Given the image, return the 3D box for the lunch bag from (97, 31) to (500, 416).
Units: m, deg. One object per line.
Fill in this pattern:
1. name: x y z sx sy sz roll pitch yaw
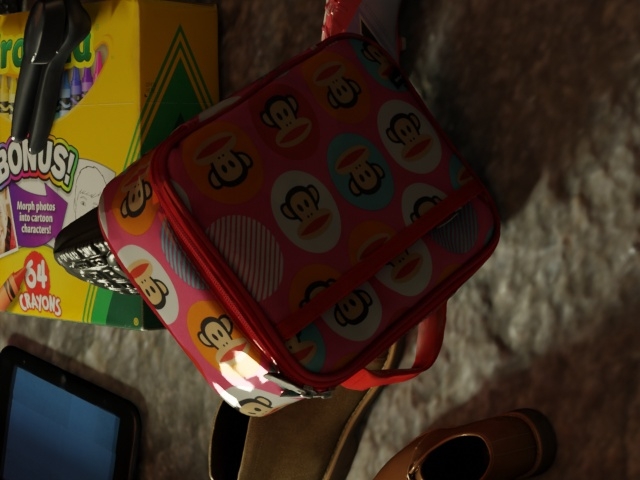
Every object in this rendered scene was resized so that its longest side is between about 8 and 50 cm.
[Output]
1. lunch bag: 0.000 0.000 1.306 0.120 0.293 0.258 -33 93 46

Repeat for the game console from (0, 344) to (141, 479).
1. game console: -0.343 0.276 1.853 0.293 0.250 0.173 16 132 48

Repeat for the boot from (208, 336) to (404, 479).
1. boot: -0.013 0.105 1.481 0.112 0.115 0.305 38 120 44

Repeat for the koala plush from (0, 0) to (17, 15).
1. koala plush: -0.465 -0.273 1.943 0.221 0.196 0.203 44 113 39

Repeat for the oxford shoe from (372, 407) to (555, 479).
1. oxford shoe: 0.093 0.188 1.393 0.212 0.076 0.076 -37 67 47

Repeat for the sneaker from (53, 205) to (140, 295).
1. sneaker: -0.109 -0.041 1.539 0.286 0.109 0.130 -19 54 13

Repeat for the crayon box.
1. crayon box: -0.247 -0.079 1.746 0.363 0.106 0.313 3 95 50

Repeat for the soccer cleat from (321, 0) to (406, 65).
1. soccer cleat: 0.030 -0.192 1.416 0.083 0.095 0.248 40 122 41

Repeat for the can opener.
1. can opener: -0.270 -0.167 1.648 0.059 0.073 0.186 46 133 30
